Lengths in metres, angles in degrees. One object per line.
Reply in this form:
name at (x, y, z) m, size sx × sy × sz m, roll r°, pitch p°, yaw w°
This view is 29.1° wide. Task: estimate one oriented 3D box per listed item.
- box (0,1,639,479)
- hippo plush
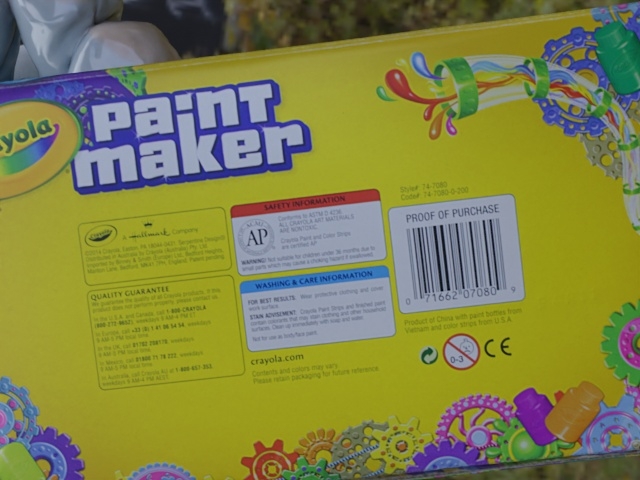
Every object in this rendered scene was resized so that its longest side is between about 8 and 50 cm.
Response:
box at (0.000, 0.000, 0.608) m, size 0.279 × 0.290 × 0.177 m, roll -57°, pitch -39°, yaw -85°
hippo plush at (-0.194, -0.082, 0.970) m, size 0.294 × 0.234 × 0.236 m, roll 58°, pitch -173°, yaw 3°
